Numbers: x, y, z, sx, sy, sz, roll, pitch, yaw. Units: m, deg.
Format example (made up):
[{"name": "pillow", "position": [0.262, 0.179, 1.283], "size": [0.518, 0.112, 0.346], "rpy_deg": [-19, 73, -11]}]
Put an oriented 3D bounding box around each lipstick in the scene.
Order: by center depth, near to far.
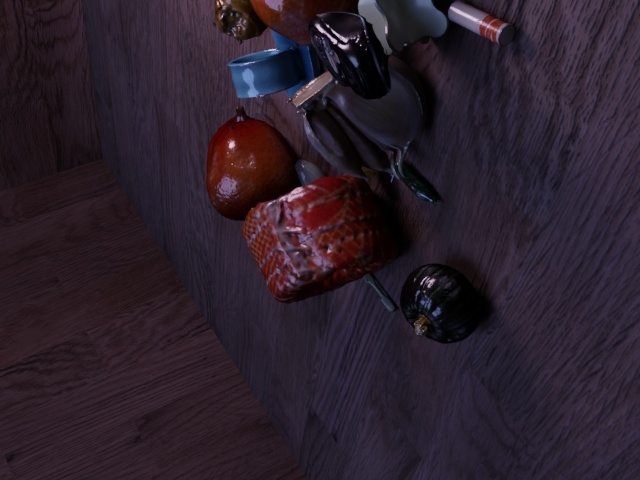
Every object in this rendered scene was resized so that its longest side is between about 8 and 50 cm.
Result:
[{"name": "lipstick", "position": [0.277, -0.376, 1.335], "size": [0.131, 0.038, 0.038], "rpy_deg": [43, 146, 40]}]

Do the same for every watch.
[{"name": "watch", "position": [-0.121, -0.419, 1.898], "size": [0.211, 0.193, 0.211], "rpy_deg": [47, 150, 38]}]

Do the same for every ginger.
[{"name": "ginger", "position": [-0.150, -0.648, 1.748], "size": [0.153, 0.274, 0.357], "rpy_deg": [18, 139, 14]}]

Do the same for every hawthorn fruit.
[{"name": "hawthorn fruit", "position": [-0.022, -0.523, 1.583], "size": [0.235, 0.231, 0.263], "rpy_deg": [35, 163, -28]}, {"name": "hawthorn fruit", "position": [-0.193, -0.190, 2.155], "size": [0.311, 0.295, 0.295], "rpy_deg": [62, 155, 22]}]

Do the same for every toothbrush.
[{"name": "toothbrush", "position": [0.112, 0.081, 2.056], "size": [0.294, 0.026, 0.028], "rpy_deg": [53, 167, 26]}]

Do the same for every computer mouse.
[{"name": "computer mouse", "position": [0.064, -0.343, 1.402], "size": [0.233, 0.096, 0.137], "rpy_deg": [49, 175, 47]}, {"name": "computer mouse", "position": [-0.001, -0.122, 2.062], "size": [0.113, 0.068, 0.229], "rpy_deg": [-120, 8, -59]}]

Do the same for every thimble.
[{"name": "thimble", "position": [0.000, 0.000, 1.842], "size": [0.230, 0.350, 0.350], "rpy_deg": [67, 155, 10]}]

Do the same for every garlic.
[{"name": "garlic", "position": [0.092, -0.259, 1.590], "size": [0.292, 0.237, 0.210], "rpy_deg": [31, 172, -16]}]

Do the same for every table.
[{"name": "table", "position": [0.137, -0.447, 1.415], "size": [0.166, 0.167, 0.198], "rpy_deg": [-2, 111, 63]}]

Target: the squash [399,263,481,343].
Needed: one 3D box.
[{"name": "squash", "position": [0.257, 0.136, 1.673], "size": [0.193, 0.156, 0.193], "rpy_deg": [61, 179, 2]}]

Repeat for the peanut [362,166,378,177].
[{"name": "peanut", "position": [0.074, -0.237, 1.793], "size": [0.206, 0.087, 0.087], "rpy_deg": [62, 154, 9]}]

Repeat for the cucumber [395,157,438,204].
[{"name": "cucumber", "position": [0.207, -0.123, 1.686], "size": [0.155, 0.037, 0.037], "rpy_deg": [52, 151, 31]}]
